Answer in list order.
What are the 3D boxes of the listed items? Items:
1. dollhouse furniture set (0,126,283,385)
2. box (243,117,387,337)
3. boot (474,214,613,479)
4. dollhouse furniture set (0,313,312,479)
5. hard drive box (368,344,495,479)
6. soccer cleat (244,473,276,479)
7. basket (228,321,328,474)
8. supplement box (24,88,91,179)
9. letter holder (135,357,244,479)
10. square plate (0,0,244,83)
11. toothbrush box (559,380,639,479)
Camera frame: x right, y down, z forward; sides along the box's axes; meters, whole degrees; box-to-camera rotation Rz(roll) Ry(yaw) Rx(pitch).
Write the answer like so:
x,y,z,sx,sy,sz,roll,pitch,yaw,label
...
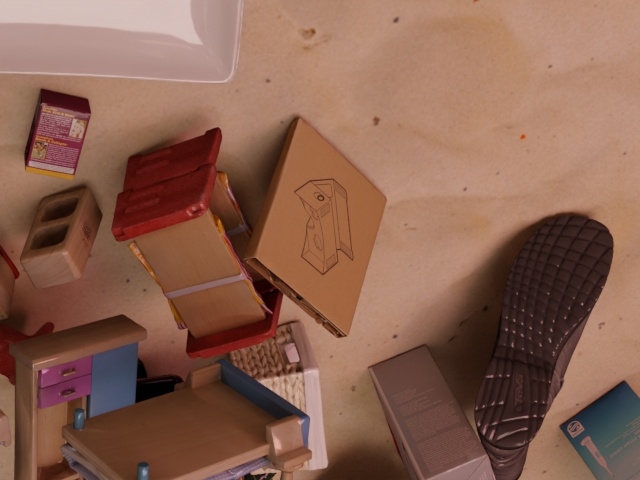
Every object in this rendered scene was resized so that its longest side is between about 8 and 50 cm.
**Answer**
x,y,z,sx,sy,sz,roll,pitch,yaw,label
-0.248,0.037,1.262,0.374,0.152,0.201,-15,125,13,dollhouse furniture set
-0.001,-0.015,1.264,0.021,0.201,0.164,-16,135,40,box
0.279,0.144,1.469,0.338,0.118,0.222,-60,163,-17,boot
-0.203,0.238,1.055,0.286,0.303,0.198,-14,118,-42,dollhouse furniture set
0.156,0.281,1.449,0.089,0.232,0.181,-22,123,-3,hard drive box
-0.141,0.315,1.485,0.179,0.060,0.072,-19,122,-2,soccer cleat
-0.056,0.206,1.413,0.103,0.113,0.167,-10,121,-8,basket
-0.285,-0.114,1.197,0.055,0.043,0.083,12,116,-22,supplement box
-0.215,0.307,1.376,0.215,0.152,0.301,-6,111,-19,letter holder
-0.237,-0.326,1.084,0.347,0.049,0.344,0,120,-17,square plate
0.495,0.376,1.569,0.126,0.295,0.216,-37,122,7,toothbrush box
